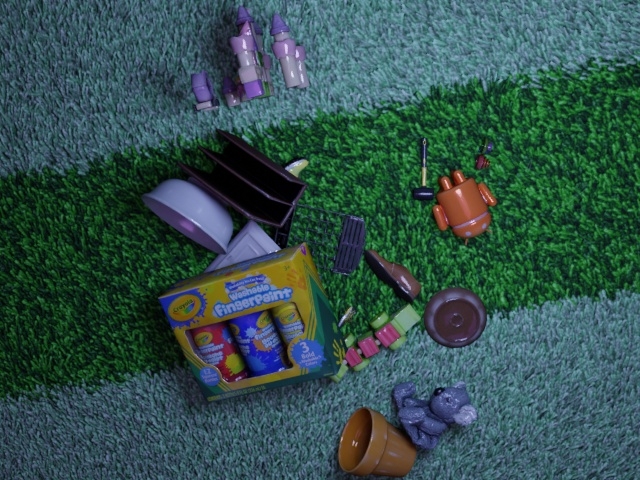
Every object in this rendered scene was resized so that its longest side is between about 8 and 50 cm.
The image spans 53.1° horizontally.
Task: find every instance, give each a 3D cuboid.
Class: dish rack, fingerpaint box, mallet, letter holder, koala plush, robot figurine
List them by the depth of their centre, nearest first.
[{"bbox_3d":[-0.228,-0.188,1.820,0.302,0.214,0.152,36,100,23],"label":"letter holder"},{"bbox_3d":[0.426,-0.101,1.896,0.158,0.128,0.219,-31,98,-36],"label":"robot figurine"},{"bbox_3d":[-0.196,0.251,1.900,0.445,0.163,0.371,-16,104,19],"label":"fingerpaint box"},{"bbox_3d":[0.304,-0.213,1.935,0.062,0.039,0.189,-7,93,6],"label":"mallet"},{"bbox_3d":[0.000,0.000,1.954,0.272,0.074,0.208,12,105,0],"label":"dish rack"},{"bbox_3d":[0.366,0.523,1.975,0.221,0.196,0.203,-28,108,6],"label":"koala plush"}]

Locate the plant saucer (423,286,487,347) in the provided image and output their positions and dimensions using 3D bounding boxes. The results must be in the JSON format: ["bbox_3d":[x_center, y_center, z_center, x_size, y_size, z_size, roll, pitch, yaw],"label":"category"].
[{"bbox_3d":[0.423,0.245,1.996,0.199,0.036,0.198,0,99,2],"label":"plant saucer"}]

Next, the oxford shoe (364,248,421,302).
[{"bbox_3d":[0.223,0.095,1.977,0.212,0.076,0.076,43,68,-2],"label":"oxford shoe"}]

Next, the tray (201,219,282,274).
[{"bbox_3d":[-0.248,0.076,1.964,0.145,0.030,0.270,46,114,5],"label":"tray"}]

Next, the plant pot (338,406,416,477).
[{"bbox_3d":[0.187,0.648,2.001,0.188,0.205,0.205,25,99,-17],"label":"plant pot"}]

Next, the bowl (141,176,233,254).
[{"bbox_3d":[-0.364,-0.093,1.883,0.298,0.298,0.134,34,76,-2],"label":"bowl"}]

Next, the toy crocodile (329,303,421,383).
[{"bbox_3d":[0.158,0.317,1.985,0.341,0.105,0.115,-34,96,7],"label":"toy crocodile"}]

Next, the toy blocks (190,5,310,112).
[{"bbox_3d":[-0.209,-0.525,1.788,0.309,0.288,0.260,-13,101,8],"label":"toy blocks"}]

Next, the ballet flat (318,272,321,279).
[{"bbox_3d":[-0.086,0.183,1.995,0.073,0.080,0.232,39,99,31],"label":"ballet flat"}]

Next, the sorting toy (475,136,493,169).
[{"bbox_3d":[0.494,-0.257,1.903,0.042,0.061,0.102,13,122,0],"label":"sorting toy"}]

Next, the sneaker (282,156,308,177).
[{"bbox_3d":[-0.104,-0.170,1.944,0.208,0.081,0.094,-41,100,15],"label":"sneaker"}]

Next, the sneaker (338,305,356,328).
[{"bbox_3d":[0.085,0.247,2.015,0.035,0.031,0.083,32,99,-3],"label":"sneaker"}]
